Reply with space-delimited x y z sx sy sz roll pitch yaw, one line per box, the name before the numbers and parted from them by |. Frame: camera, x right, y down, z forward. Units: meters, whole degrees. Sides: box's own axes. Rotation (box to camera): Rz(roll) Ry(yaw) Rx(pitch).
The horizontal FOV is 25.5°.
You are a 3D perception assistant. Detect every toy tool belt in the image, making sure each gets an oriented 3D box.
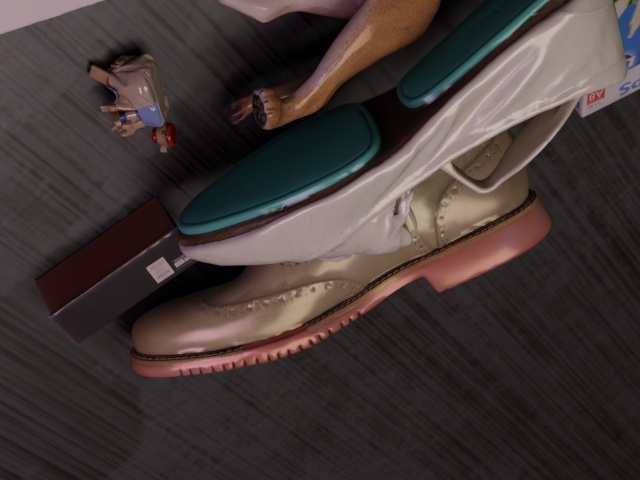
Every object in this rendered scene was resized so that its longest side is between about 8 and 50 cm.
toy tool belt | -0.148 -0.107 1.117 0.051 0.052 0.083 -4 133 12

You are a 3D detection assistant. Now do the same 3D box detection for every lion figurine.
lion figurine | 0.048 -0.253 1.065 0.240 0.142 0.392 -20 149 -27

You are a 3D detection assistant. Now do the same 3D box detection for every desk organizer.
desk organizer | -0.173 0.025 1.205 0.130 0.050 0.047 -35 137 -1

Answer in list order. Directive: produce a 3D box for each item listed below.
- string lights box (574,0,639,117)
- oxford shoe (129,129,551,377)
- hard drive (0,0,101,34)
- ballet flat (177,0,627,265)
string lights box | 0.262 -0.233 1.196 0.133 0.077 0.260 -27 149 -9
oxford shoe | 0.000 0.000 1.265 0.397 0.140 0.147 -24 105 -6
hard drive | -0.215 -0.299 0.903 0.233 0.047 0.353 -21 134 -15
ballet flat | 0.074 -0.068 1.135 0.400 0.139 0.139 -34 137 9
